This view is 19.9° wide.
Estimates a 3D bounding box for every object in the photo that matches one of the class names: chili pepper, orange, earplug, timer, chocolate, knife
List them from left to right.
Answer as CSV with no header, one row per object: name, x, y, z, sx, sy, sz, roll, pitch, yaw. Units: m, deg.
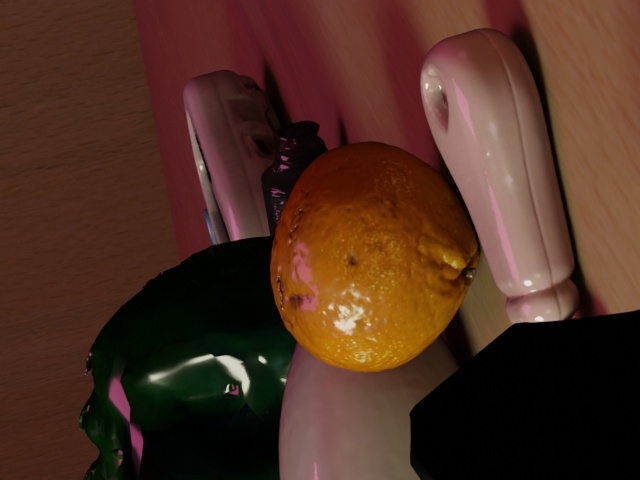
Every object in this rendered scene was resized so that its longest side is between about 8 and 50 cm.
timer,-0.062,-0.023,1.748,0.237,0.087,0.262,84,168,-47
chili pepper,-0.041,0.136,1.296,0.233,0.257,0.248,117,142,-70
orange,0.031,0.012,1.050,0.135,0.118,0.135,-58,-15,-25
earplug,0.046,0.171,1.118,0.172,0.172,0.301,99,163,-70
knife,0.122,0.061,0.840,0.081,0.043,0.335,149,101,-75
chocolate,0.104,0.078,0.634,0.080,0.149,0.125,100,-166,-72

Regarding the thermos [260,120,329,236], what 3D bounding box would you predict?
thermos,-0.004,0.000,1.431,0.083,0.073,0.187,-116,15,-63
